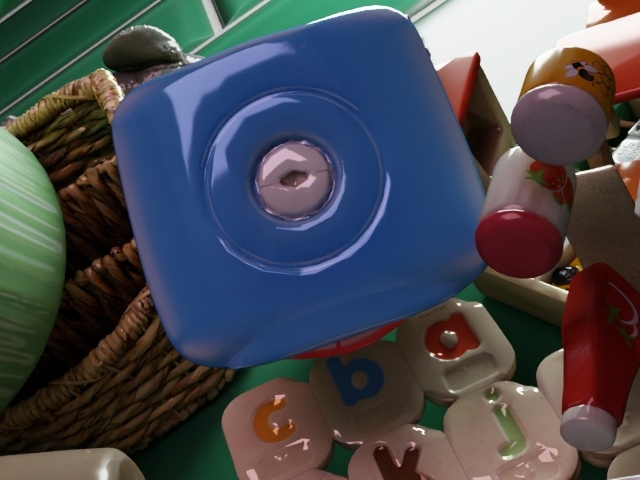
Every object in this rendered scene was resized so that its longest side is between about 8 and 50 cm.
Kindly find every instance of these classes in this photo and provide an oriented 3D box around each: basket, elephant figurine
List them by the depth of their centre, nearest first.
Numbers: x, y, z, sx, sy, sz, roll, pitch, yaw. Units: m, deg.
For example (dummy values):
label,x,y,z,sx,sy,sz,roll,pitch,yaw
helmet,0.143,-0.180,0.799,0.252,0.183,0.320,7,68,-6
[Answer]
label,x,y,z,sx,sy,sz,roll,pitch,yaw
basket,-0.230,0.052,0.734,0.299,0.223,0.213,-28,33,13
elephant figurine,-0.179,-0.155,0.991,0.239,0.169,0.186,-24,29,26

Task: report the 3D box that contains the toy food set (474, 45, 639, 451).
label,x,y,z,sx,sy,sz,roll,pitch,yaw
toy food set,0.150,0.033,0.402,0.111,0.232,0.105,-31,24,44

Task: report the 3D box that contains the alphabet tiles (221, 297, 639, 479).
label,x,y,z,sx,sy,sz,roll,pitch,yaw
alphabet tiles,0.060,0.153,0.447,0.284,0.021,0.278,-25,43,-3

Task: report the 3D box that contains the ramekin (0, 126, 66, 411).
label,x,y,z,sx,sy,sz,roll,pitch,yaw
ramekin,-0.333,0.018,0.653,0.303,0.148,0.304,-7,72,21

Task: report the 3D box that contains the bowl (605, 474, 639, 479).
label,x,y,z,sx,sy,sz,roll,pitch,yaw
bowl,0.120,0.219,0.242,0.297,0.134,0.298,-15,31,9

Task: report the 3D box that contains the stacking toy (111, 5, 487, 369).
label,x,y,z,sx,sy,sz,roll,pitch,yaw
stacking toy,0.000,0.000,0.582,0.175,0.302,0.166,-19,78,1

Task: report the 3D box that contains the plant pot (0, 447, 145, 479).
label,x,y,z,sx,sy,sz,roll,pitch,yaw
plant pot,-0.198,0.226,0.502,0.229,0.263,0.263,-18,32,-5

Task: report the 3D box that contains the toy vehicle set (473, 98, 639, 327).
label,x,y,z,sx,sy,sz,roll,pitch,yaw
toy vehicle set,0.233,-0.048,0.587,0.267,0.035,0.166,-47,33,-15

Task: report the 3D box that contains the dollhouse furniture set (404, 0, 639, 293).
label,x,y,z,sx,sy,sz,roll,pitch,yaw
dollhouse furniture set,0.163,-0.105,0.563,0.259,0.135,0.262,-13,39,33
